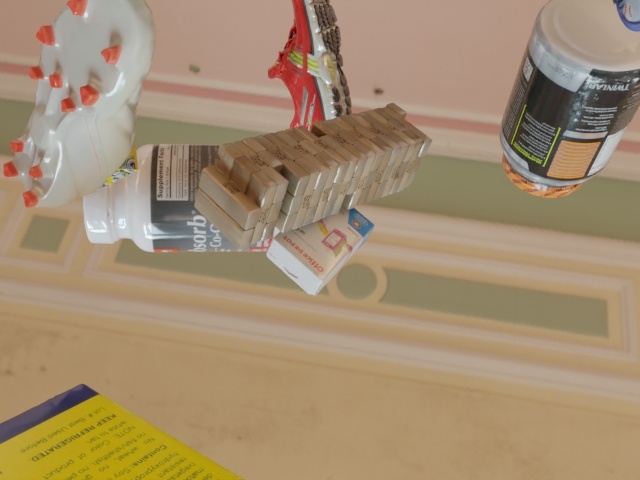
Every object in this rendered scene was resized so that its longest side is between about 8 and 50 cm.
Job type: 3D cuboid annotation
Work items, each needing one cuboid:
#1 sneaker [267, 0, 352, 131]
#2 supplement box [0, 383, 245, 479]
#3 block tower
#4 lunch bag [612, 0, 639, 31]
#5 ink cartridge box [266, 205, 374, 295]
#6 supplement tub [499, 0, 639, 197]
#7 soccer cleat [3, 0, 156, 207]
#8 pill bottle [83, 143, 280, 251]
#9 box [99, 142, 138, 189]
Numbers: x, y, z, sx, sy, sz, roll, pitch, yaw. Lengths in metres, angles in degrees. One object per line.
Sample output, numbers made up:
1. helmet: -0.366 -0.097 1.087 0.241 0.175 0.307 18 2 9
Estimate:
1. sneaker: -0.032 -0.296 1.111 0.118 0.107 0.279 -7 -82 20
2. supplement box: -0.122 0.284 0.473 0.357 0.195 0.194 21 -156 28
3. block tower: 0.007 -0.093 0.900 0.335 0.091 0.097 -24 -124 -41
4. lunch bag: 0.428 -0.377 0.755 0.115 0.303 0.243 -6 -93 -18
5. ink cartridge box: 0.000 0.000 0.941 0.088 0.052 0.122 40 -120 6
6. supplement tub: 0.403 -0.221 1.126 0.194 0.316 0.193 1 -123 -1
7. soccer cleat: -0.146 -0.090 0.451 0.076 0.196 0.068 -27 -102 -46
8. pill bottle: -0.255 -0.081 1.347 0.363 0.210 0.210 -1 -121 -9
9. box: -0.344 -0.117 1.077 0.059 0.169 0.054 -3 -96 -38
